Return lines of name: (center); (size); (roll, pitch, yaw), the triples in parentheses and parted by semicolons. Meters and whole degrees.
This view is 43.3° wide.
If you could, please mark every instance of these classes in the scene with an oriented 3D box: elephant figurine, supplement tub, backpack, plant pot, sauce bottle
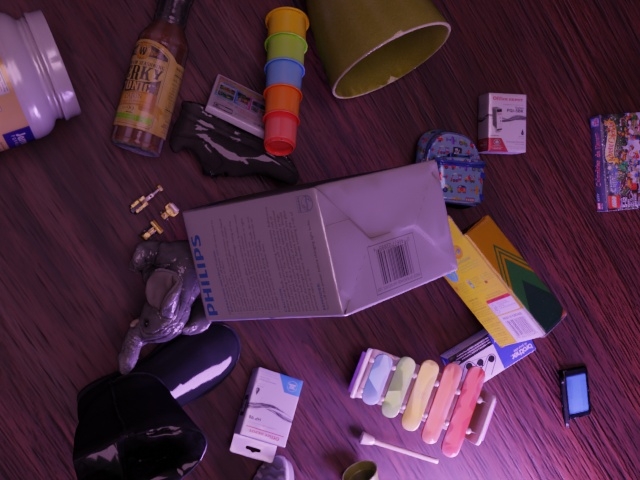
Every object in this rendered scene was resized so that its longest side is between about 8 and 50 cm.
elephant figurine: (-0.293, 0.125, 1.570); (0.169, 0.186, 0.239); (11, 49, -24)
supplement tub: (-0.635, -0.274, 1.472); (0.331, 0.241, 0.241); (-22, 96, -14)
backpack: (0.289, -0.165, 1.794); (0.158, 0.117, 0.173); (9, 85, -16)
plant pot: (0.101, 0.541, 1.772); (0.083, 0.083, 0.079); (-29, 110, -13)
plant pot: (0.082, -0.495, 1.676); (0.274, 0.275, 0.294); (-25, 82, -14)
sauce bottle: (-0.331, -0.346, 1.624); (0.111, 0.111, 0.344); (14, 85, -15)

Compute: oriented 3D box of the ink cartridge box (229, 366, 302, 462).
ink cartridge box: (-0.114, 0.369, 1.695); (0.104, 0.060, 0.180); (20, 72, -15)

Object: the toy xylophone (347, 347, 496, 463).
toy xylophone: (0.214, 0.367, 1.770); (0.322, 0.081, 0.236); (13, 88, -1)

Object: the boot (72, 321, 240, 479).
boot: (-0.275, 0.295, 1.469); (0.367, 0.445, 0.146); (-30, 98, -13)

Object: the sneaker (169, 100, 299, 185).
sneaker: (-0.181, -0.177, 1.681); (0.286, 0.109, 0.130); (28, 93, -7)

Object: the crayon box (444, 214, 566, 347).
crayon box: (0.362, 0.074, 1.747); (0.081, 0.202, 0.318); (-38, 89, -20)

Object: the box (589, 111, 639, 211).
box: (0.742, -0.191, 1.954); (0.159, 0.044, 0.233); (-6, 92, -16)

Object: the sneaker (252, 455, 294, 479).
sneaker: (-0.085, 0.602, 1.724); (0.115, 0.105, 0.281); (8, 82, -51)

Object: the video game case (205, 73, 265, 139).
video game case: (-0.155, -0.273, 1.668); (0.157, 0.143, 0.019); (24, 125, -14)

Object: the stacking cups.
stacking cups: (-0.068, -0.324, 1.639); (0.096, 0.096, 0.316); (7, 63, -15)

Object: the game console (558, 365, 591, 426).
game console: (0.606, 0.369, 1.911); (0.071, 0.107, 0.122); (-6, 92, 13)

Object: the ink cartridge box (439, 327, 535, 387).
ink cartridge box: (0.387, 0.258, 1.859); (0.207, 0.046, 0.097); (-29, 99, -14)

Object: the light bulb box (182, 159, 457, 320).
light bulb box: (0.000, 0.000, 1.526); (0.358, 0.361, 0.225); (-16, 96, -46)

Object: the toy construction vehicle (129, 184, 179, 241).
toy construction vehicle: (-0.346, -0.056, 1.659); (0.098, 0.035, 0.086); (-39, 100, -12)

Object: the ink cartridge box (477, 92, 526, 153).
ink cartridge box: (0.419, -0.269, 1.858); (0.099, 0.056, 0.135); (0, 91, -15)
